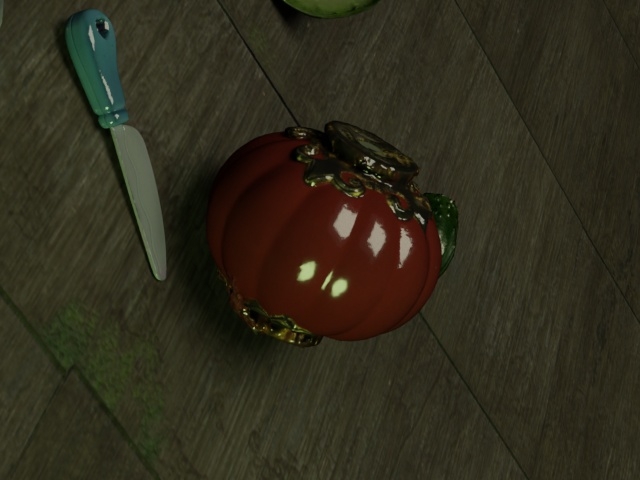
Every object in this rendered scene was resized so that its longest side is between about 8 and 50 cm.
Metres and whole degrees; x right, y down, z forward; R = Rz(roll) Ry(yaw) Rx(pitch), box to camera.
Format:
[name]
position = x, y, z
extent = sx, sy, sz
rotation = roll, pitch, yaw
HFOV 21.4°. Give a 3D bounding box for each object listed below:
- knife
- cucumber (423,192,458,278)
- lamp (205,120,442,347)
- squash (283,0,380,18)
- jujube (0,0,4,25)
[knife]
position = -0.169, -0.085, 1.482
extent = 0.058, 0.032, 0.244
rotation = -44, 117, -67
[cucumber]
position = 0.138, -0.001, 1.945
extent = 0.067, 0.035, 0.107
rotation = 49, 39, -38
[lamp]
position = 0.000, 0.000, 1.549
extent = 0.227, 0.227, 0.227
rotation = 35, 46, -47
[squash]
position = 0.019, -0.324, 1.803
extent = 0.123, 0.170, 0.170
rotation = -45, 114, -72
[jujube]
position = -0.322, -0.108, 1.045
extent = 0.226, 0.226, 0.317
rotation = 45, 41, -39
